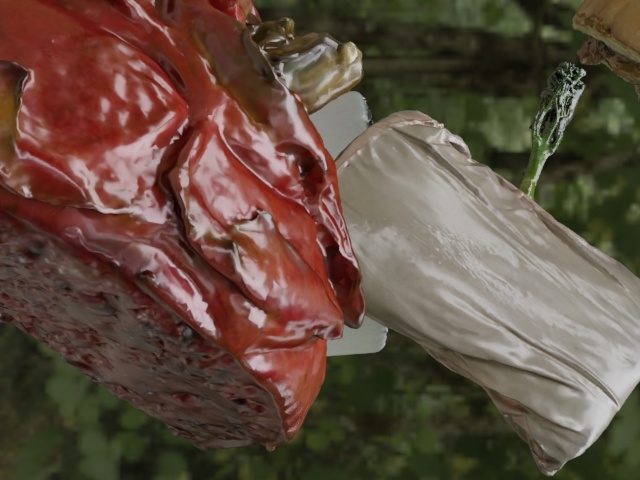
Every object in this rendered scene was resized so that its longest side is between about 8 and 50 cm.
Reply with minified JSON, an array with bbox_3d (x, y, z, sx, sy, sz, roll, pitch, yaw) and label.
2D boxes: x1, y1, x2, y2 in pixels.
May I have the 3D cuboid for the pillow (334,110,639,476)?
[{"bbox_3d":[0.108,0.031,1.023,0.173,0.270,0.067,-55,-174,-33],"label":"pillow"}]

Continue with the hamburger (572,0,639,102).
[{"bbox_3d":[0.335,-0.144,1.108,0.155,0.282,0.245,-1,72,-84],"label":"hamburger"}]

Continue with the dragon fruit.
[{"bbox_3d":[-0.055,-0.046,0.679,0.317,0.152,0.205,41,62,-43],"label":"dragon fruit"}]

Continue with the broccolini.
[{"bbox_3d":[0.199,-0.069,1.508,0.071,0.057,0.254,45,63,-33],"label":"broccolini"}]

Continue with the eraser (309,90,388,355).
[{"bbox_3d":[0.000,0.000,1.796,0.331,0.150,0.331,175,-90,-87],"label":"eraser"}]
